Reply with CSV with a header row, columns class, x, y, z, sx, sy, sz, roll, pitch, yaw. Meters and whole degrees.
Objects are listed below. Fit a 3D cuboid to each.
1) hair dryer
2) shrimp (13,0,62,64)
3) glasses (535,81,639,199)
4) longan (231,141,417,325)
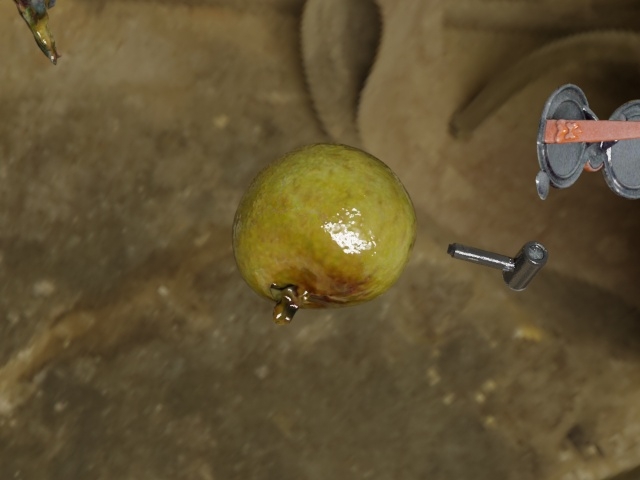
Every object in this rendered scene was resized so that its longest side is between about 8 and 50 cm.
class,x,y,z,sx,sy,sz,roll,pitch,yaw
hair dryer,0.149,0.014,1.526,0.083,0.047,0.026,15,54,-11
shrimp,-0.246,-0.210,1.071,0.145,0.059,0.254,-19,108,-9
glasses,0.353,-0.084,1.641,0.234,0.268,0.118,7,87,-46
longan,0.000,0.000,1.471,0.145,0.155,0.176,28,56,-11
